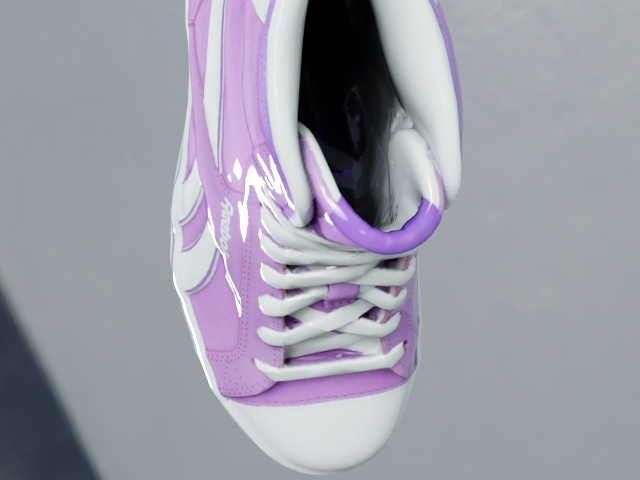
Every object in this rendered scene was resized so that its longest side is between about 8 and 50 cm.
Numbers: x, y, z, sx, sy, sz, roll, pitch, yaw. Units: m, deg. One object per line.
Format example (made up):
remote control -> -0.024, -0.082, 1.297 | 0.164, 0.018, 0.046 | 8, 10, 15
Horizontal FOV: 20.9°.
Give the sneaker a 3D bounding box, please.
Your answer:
sneaker -> -0.001, 0.000, 0.638 | 0.161, 0.102, 0.282 | -114, 15, -58
